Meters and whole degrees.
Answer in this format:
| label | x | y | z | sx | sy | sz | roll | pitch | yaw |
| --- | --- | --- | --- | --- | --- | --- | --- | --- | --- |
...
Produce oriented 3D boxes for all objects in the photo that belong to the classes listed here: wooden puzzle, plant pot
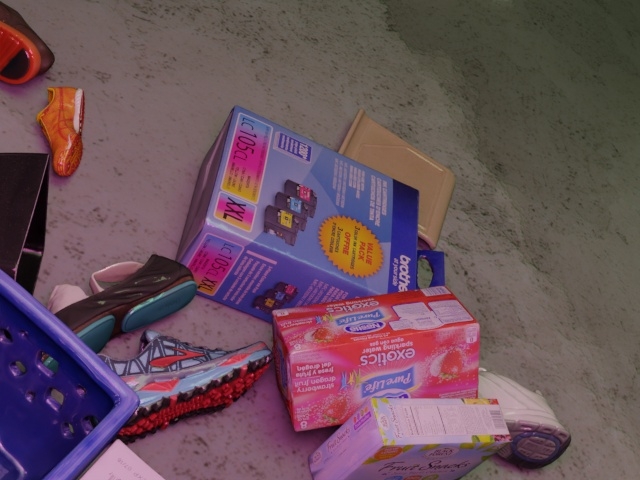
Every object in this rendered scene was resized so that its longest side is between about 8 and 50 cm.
| label | x | y | z | sx | sy | sz | roll | pitch | yaw |
| --- | --- | --- | --- | --- | --- | --- | --- | --- | --- |
| wooden puzzle | 0.134 | -0.111 | 1.634 | 0.238 | 0.044 | 0.221 | 36 | 41 | -9 |
| plant pot | -0.359 | 0.198 | 0.887 | 0.236 | 0.212 | 0.236 | 41 | 42 | 3 |
| plant pot | -0.421 | 0.008 | 1.048 | 0.166 | 0.187 | 0.188 | 11 | 47 | -11 |

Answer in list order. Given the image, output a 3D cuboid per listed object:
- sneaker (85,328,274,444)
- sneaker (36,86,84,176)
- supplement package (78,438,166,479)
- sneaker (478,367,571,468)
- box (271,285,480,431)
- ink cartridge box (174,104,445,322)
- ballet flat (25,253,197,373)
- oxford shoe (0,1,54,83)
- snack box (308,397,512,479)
| label | x | y | z | sx | sy | sz | roll | pitch | yaw |
| --- | --- | --- | --- | --- | --- | --- | --- | --- | --- |
| sneaker | -0.176 | 0.155 | 1.134 | 0.261 | 0.104 | 0.125 | -13 | 60 | -41 |
| sneaker | -0.382 | -0.157 | 1.312 | 0.067 | 0.064 | 0.175 | -1 | 47 | -11 |
| supplement package | -0.224 | 0.304 | 0.909 | 0.105 | 0.179 | 0.105 | 39 | 42 | 2 |
| sneaker | 0.233 | 0.247 | 1.354 | 0.297 | 0.111 | 0.129 | 24 | 27 | -20 |
| box | 0.071 | 0.154 | 1.196 | 0.256 | 0.123 | 0.128 | -8 | 22 | -12 |
| ink cartridge box | 0.000 | 0.000 | 1.362 | 0.395 | 0.151 | 0.270 | 24 | 43 | -17 |
| ballet flat | -0.279 | 0.090 | 1.135 | 0.096 | 0.095 | 0.280 | 39 | 36 | 17 |
| oxford shoe | -0.525 | -0.336 | 1.354 | 0.271 | 0.097 | 0.098 | 41 | 22 | -3 |
| snack box | 0.115 | 0.273 | 1.175 | 0.207 | 0.174 | 0.070 | 5 | 51 | -32 |
